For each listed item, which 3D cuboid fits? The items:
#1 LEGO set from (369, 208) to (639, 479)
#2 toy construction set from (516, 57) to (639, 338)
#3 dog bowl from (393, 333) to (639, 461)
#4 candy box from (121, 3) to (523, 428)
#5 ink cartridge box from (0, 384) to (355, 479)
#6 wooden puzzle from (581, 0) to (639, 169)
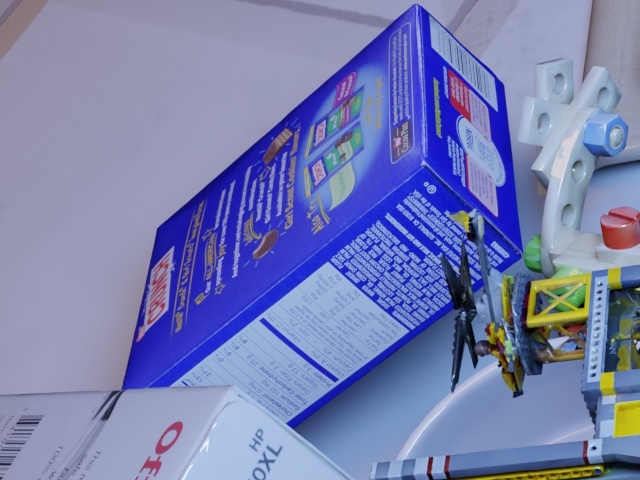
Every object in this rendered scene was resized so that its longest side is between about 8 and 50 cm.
[{"bbox_3d":[0.124,0.164,1.029,0.192,0.255,0.331,-9,46,20],"label":"LEGO set"},{"bbox_3d":[0.242,-0.012,1.313,0.151,0.215,0.328,-29,29,-21],"label":"toy construction set"},{"bbox_3d":[0.171,0.199,1.258,0.265,0.104,0.265,-22,42,21],"label":"dog bowl"},{"bbox_3d":[0.000,0.000,1.471,0.317,0.122,0.268,-38,24,23],"label":"candy box"},{"bbox_3d":[-0.172,0.266,1.342,0.395,0.166,0.285,-9,46,56],"label":"ink cartridge box"},{"bbox_3d":[0.364,-0.219,1.515,0.348,0.080,0.322,-13,47,30],"label":"wooden puzzle"}]
